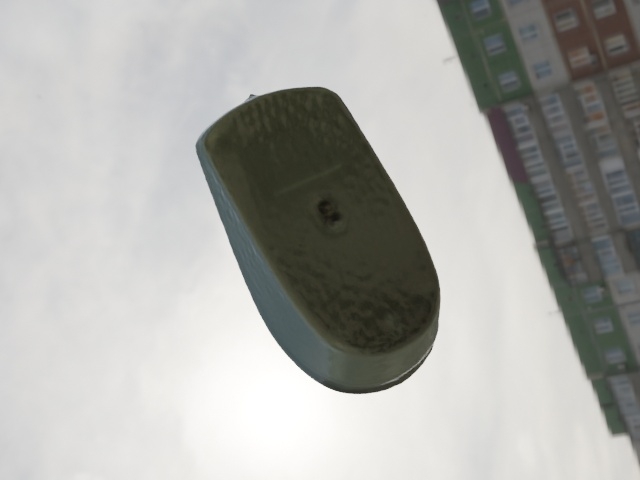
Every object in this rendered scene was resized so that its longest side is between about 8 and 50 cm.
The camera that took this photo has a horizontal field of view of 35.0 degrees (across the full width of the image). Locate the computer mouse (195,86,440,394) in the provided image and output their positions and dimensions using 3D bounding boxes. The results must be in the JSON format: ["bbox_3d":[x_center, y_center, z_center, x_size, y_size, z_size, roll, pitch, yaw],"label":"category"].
[{"bbox_3d":[0.000,0.000,0.722,0.127,0.079,0.231,-21,-100,-28],"label":"computer mouse"}]
